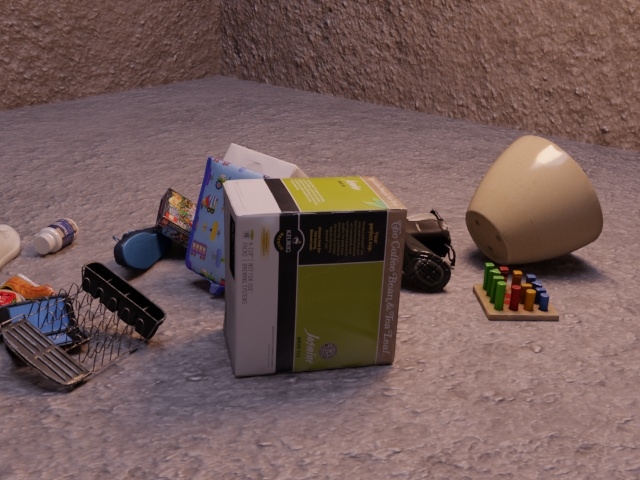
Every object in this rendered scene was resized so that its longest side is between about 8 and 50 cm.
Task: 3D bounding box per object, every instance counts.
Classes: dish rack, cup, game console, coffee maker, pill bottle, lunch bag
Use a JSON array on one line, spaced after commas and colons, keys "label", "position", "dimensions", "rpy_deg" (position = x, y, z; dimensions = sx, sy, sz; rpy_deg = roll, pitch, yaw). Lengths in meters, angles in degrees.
[{"label": "dish rack", "position": [-0.457, 0.161, 1.509], "dimensions": [0.208, 0.074, 0.271], "rpy_deg": [33, 32, 16]}, {"label": "cup", "position": [0.517, -0.068, 2.024], "dimensions": [0.237, 0.331, 0.331], "rpy_deg": [-34, 33, -14]}, {"label": "game console", "position": [-0.545, 0.166, 1.545], "dimensions": [0.144, 0.085, 0.124], "rpy_deg": [-12, 14, -31]}, {"label": "coffee maker", "position": [0.235, -0.004, 2.022], "dimensions": [0.178, 0.120, 0.171], "rpy_deg": [-6, 24, -19]}, {"label": "pill bottle", "position": [-0.677, -0.009, 2.008], "dimensions": [0.067, 0.067, 0.120], "rpy_deg": [8, 22, 14]}, {"label": "lunch bag", "position": [-0.188, -0.012, 1.783], "dimensions": [0.221, 0.293, 0.138], "rpy_deg": [21, 0, 31]}]

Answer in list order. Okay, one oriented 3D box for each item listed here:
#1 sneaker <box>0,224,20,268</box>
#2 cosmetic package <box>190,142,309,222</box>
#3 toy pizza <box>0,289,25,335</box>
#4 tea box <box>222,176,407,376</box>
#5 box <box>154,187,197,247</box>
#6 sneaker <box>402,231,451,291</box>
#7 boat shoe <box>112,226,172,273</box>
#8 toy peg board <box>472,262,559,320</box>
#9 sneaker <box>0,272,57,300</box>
[{"label": "sneaker", "position": [-0.802, -0.006, 1.917], "dimensions": [0.106, 0.123, 0.290], "rpy_deg": [-3, 21, -9]}, {"label": "cosmetic package", "position": [-0.161, -0.089, 1.949], "dimensions": [0.224, 0.224, 0.138], "rpy_deg": [23, -9, 35]}, {"label": "toy pizza", "position": [-0.708, 0.149, 1.609], "dimensions": [0.201, 0.032, 0.201], "rpy_deg": [-3, 29, 2]}, {"label": "tea box", "position": [-0.022, 0.062, 1.544], "dimensions": [0.324, 0.329, 0.220], "rpy_deg": [-1, 21, -13]}, {"label": "box", "position": [-0.348, -0.046, 2.063], "dimensions": [0.159, 0.044, 0.233], "rpy_deg": [33, 14, -18]}, {"label": "sneaker", "position": [0.181, 0.016, 1.893], "dimensions": [0.286, 0.109, 0.130], "rpy_deg": [41, 5, -9]}, {"label": "boat shoe", "position": [-0.451, 0.023, 1.940], "dimensions": [0.089, 0.109, 0.258], "rpy_deg": [0, 4, 13]}, {"label": "toy peg board", "position": [0.449, 0.113, 1.805], "dimensions": [0.161, 0.079, 0.161], "rpy_deg": [1, 22, -3]}, {"label": "sneaker", "position": [-0.624, 0.125, 1.707], "dimensions": [0.175, 0.064, 0.067], "rpy_deg": [12, 45, 32]}]
